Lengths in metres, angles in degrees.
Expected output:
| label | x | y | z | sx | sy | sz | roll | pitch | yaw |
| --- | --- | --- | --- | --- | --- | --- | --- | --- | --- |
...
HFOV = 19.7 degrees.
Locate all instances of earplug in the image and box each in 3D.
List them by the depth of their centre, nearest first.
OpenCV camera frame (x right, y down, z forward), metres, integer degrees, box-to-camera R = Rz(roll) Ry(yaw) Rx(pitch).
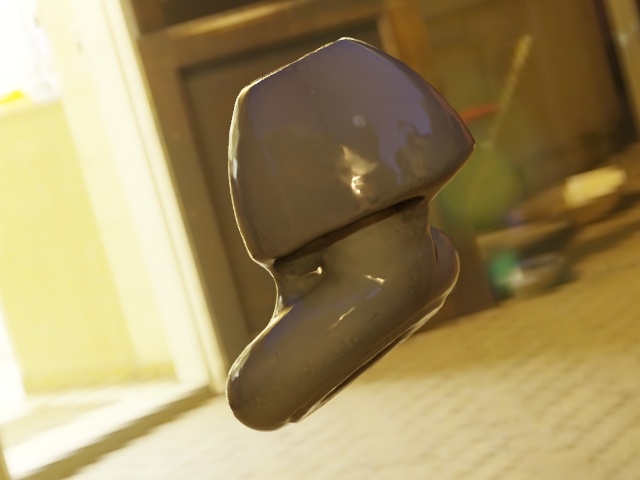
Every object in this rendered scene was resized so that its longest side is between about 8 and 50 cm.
| label | x | y | z | sx | sy | sz | roll | pitch | yaw |
| --- | --- | --- | --- | --- | --- | --- | --- | --- | --- |
| earplug | 0.010 | 0.005 | 1.371 | 0.175 | 0.325 | 0.214 | 28 | 40 | 26 |
